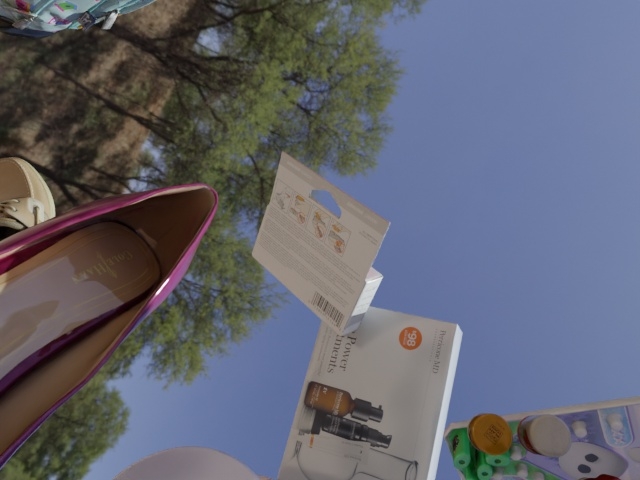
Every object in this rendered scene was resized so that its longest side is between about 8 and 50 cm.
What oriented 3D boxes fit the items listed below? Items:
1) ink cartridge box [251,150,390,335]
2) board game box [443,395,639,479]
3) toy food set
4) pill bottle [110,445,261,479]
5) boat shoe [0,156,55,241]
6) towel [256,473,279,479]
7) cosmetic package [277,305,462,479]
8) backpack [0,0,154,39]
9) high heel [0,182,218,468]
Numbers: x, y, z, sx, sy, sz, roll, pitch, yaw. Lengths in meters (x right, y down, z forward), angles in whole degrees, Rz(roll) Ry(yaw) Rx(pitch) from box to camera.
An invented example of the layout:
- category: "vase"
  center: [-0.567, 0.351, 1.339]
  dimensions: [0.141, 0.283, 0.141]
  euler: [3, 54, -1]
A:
- category: "ink cartridge box"
  center: [0.000, 0.000, 0.935]
  dimensions: [0.296, 0.066, 0.261]
  euler: [38, -59, 31]
- category: "board game box"
  center: [0.398, 0.363, 0.564]
  dimensions: [0.389, 0.390, 0.050]
  euler: [-17, -162, 20]
- category: "toy food set"
  center: [0.245, 0.273, 0.473]
  dimensions: [0.111, 0.104, 0.232]
  euler: [-34, -112, -5]
- category: "pill bottle"
  center: [-0.144, 0.379, 0.480]
  dimensions: [0.210, 0.210, 0.363]
  euler: [-107, -157, -44]
- category: "boat shoe"
  center: [-0.639, -0.037, 0.974]
  dimensions: [0.110, 0.121, 0.341]
  euler: [83, -15, -76]
- category: "towel"
  center: [-0.084, 0.553, 0.711]
  dimensions: [0.316, 0.053, 0.332]
  euler: [-1, -133, 26]
- category: "cosmetic package"
  center: [0.104, 0.328, 0.927]
  dimensions: [0.284, 0.097, 0.378]
  euler: [8, -108, 25]
- category: "backpack"
  center: [-0.146, -0.209, 0.275]
  dimensions: [0.181, 0.115, 0.152]
  euler: [1, -87, 36]
- category: "high heel"
  center: [-0.169, 0.042, 0.248]
  dimensions: [0.181, 0.127, 0.377]
  euler: [-38, -165, 8]
